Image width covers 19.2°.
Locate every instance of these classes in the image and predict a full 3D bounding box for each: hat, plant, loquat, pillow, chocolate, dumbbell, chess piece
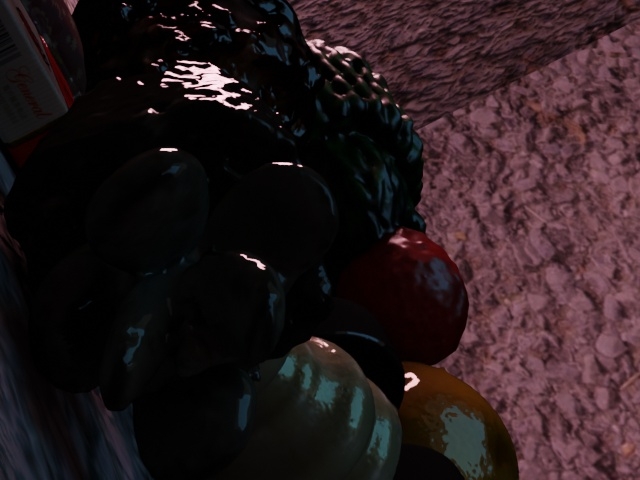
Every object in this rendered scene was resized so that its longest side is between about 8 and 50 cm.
[{"bbox_3d":[0.000,0.000,1.705,0.332,0.242,0.274,53,-38,40],"label":"hat"},{"bbox_3d":[-0.061,0.010,0.859,0.146,0.149,0.274,63,2,-15],"label":"plant"},{"bbox_3d":[0.059,0.195,1.553,0.208,0.208,0.208,63,-1,1],"label":"loquat"},{"bbox_3d":[-0.228,-0.196,1.458,0.185,0.043,0.118,64,2,-47],"label":"pillow"},{"bbox_3d":[-0.105,-0.105,1.527,0.177,0.206,0.224,-87,157,-70],"label":"chocolate"},{"bbox_3d":[0.011,0.159,1.363,0.218,0.152,0.152,62,-1,46],"label":"dumbbell"},{"bbox_3d":[-0.057,0.071,1.144,0.243,0.133,0.133,55,5,-41],"label":"chess piece"}]

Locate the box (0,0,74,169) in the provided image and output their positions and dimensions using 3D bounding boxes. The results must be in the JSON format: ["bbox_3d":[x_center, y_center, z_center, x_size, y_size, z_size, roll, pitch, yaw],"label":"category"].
[{"bbox_3d":[-0.177,-0.106,1.047,0.152,0.048,0.100,61,3,-41],"label":"box"}]
